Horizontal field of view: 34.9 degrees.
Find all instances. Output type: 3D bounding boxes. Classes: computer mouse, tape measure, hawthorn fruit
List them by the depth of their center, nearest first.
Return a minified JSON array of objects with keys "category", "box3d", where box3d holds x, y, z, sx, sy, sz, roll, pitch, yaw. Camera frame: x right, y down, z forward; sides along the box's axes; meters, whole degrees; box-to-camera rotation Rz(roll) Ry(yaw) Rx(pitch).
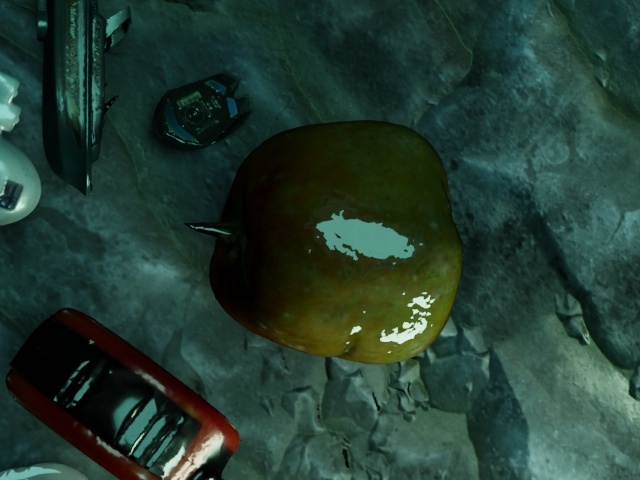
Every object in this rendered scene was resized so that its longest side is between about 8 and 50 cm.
[{"category":"tape measure","box3d":[-0.189,0.173,1.025,0.253,0.260,0.114,37,75,-7]},{"category":"hawthorn fruit","box3d":[0.000,0.000,1.112,0.301,0.268,0.268,5,82,-10]},{"category":"computer mouse","box3d":[-0.139,-0.146,1.184,0.135,0.047,0.079,-36,90,-29]}]

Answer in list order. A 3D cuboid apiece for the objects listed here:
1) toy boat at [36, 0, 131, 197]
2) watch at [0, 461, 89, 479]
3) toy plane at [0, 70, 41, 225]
[{"category":"toy boat","box3d":[-0.258,-0.169,1.117,0.103,0.093,0.246,0,83,-13]},{"category":"watch","box3d":[-0.301,0.304,0.979,0.248,0.217,0.211,-11,87,-22]},{"category":"toy plane","box3d":[-0.406,-0.090,1.045,0.244,0.117,0.245,-3,101,-16]}]
